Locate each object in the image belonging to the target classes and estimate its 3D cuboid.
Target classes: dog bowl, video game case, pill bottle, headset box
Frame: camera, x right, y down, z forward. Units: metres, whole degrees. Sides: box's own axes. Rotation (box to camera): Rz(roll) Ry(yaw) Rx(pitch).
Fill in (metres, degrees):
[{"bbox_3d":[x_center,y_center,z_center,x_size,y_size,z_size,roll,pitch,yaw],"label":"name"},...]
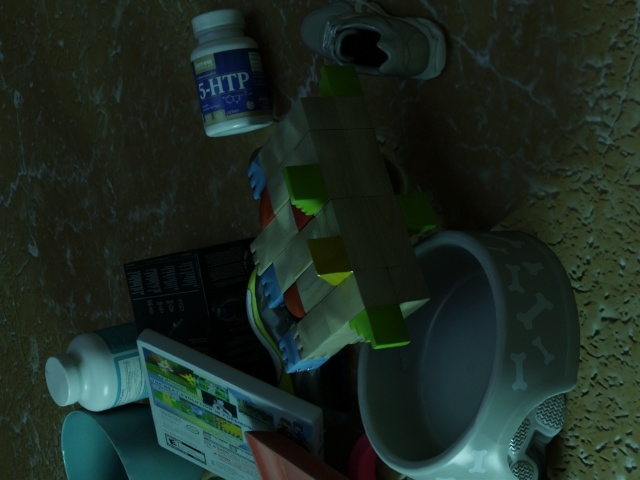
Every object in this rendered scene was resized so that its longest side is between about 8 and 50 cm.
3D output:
[{"bbox_3d":[0.168,0.145,1.379,0.349,0.102,0.349,-34,48,50],"label":"dog bowl"},{"bbox_3d":[-0.141,0.305,1.791,0.329,0.036,0.300,22,140,21],"label":"video game case"},{"bbox_3d":[-0.367,0.228,2.031,0.146,0.264,0.146,16,111,48],"label":"pill bottle"},{"bbox_3d":[-0.146,-0.266,1.750,0.112,0.112,0.187,-11,91,51],"label":"pill bottle"},{"bbox_3d":[-0.203,0.154,1.918,0.246,0.131,0.283,-11,91,50],"label":"headset box"}]

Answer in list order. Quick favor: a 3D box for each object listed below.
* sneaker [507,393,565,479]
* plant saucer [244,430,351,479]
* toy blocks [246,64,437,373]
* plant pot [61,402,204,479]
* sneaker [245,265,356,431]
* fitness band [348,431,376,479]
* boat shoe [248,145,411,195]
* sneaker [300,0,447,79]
[{"bbox_3d":[0.233,0.262,1.441,0.153,0.101,0.269,5,97,58],"label":"sneaker"},{"bbox_3d":[0.012,0.414,1.668,0.258,0.047,0.259,26,143,40],"label":"plant saucer"},{"bbox_3d":[0.000,0.000,1.457,0.261,0.190,0.381,-45,56,54],"label":"toy blocks"},{"bbox_3d":[-0.338,0.427,2.096,0.290,0.195,0.290,26,125,45],"label":"plant pot"},{"bbox_3d":[-0.020,0.160,1.733,0.121,0.111,0.300,-19,92,45],"label":"sneaker"},{"bbox_3d":[0.146,0.399,1.627,0.291,0.054,0.209,49,136,32],"label":"fitness band"},{"bbox_3d":[0.025,-0.091,1.605,0.302,0.098,0.109,8,95,45],"label":"boat shoe"},{"bbox_3d":[0.044,-0.279,1.507,0.262,0.121,0.099,21,115,46],"label":"sneaker"}]
